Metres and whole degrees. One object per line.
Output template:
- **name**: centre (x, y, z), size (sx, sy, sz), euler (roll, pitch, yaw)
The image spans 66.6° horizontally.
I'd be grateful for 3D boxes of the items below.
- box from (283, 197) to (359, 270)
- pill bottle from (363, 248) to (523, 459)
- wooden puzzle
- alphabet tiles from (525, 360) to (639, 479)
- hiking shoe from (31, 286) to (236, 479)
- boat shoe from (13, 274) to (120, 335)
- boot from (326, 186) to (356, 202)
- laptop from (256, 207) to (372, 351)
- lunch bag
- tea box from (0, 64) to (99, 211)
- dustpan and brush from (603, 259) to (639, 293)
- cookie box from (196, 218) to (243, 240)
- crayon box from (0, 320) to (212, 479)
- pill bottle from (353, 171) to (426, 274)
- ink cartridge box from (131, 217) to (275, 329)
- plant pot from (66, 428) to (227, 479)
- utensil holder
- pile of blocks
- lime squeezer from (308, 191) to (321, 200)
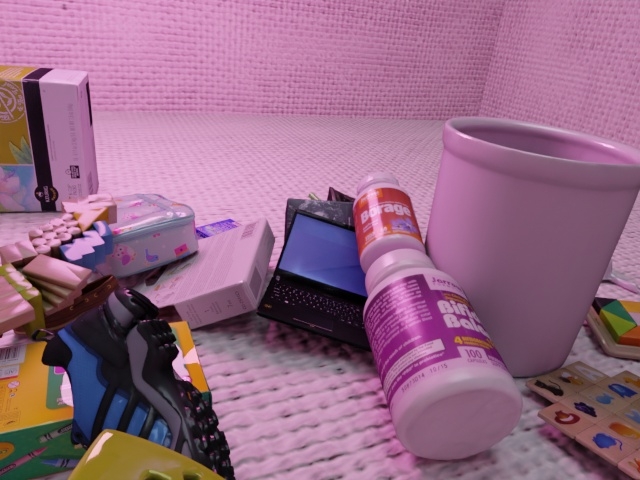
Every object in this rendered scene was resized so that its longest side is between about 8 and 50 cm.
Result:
- **box**: centre (0.000, 0.000, 1.055), size (0.158, 0.156, 0.093), euler (3, -20, -7)
- **pill bottle**: centre (0.158, 0.147, 0.729), size (0.169, 0.169, 0.301), euler (2, 35, -11)
- **wooden puzzle**: centre (0.666, 0.175, 1.000), size (0.238, 0.044, 0.221), euler (10, 24, 6)
- **alphabet tiles**: centre (0.497, 0.281, 0.709), size (0.285, 0.011, 0.342), euler (-5, 22, -35)
- **hiking shoe**: centre (-0.195, 0.208, 0.538), size (0.132, 0.113, 0.304), euler (-29, 76, -5)
- **boat shoe**: centre (-0.433, 0.106, 0.836), size (0.178, 0.060, 0.064), euler (-21, 30, -39)
- **boot**: centre (0.132, -0.086, 1.344), size (0.228, 0.091, 0.263), euler (10, 9, 4)
- **laptop**: centre (0.029, 0.065, 0.913), size (0.234, 0.137, 0.264), euler (18, 17, -1)
- **lunch bag**: centre (-0.399, -0.027, 1.042), size (0.224, 0.108, 0.279), euler (-22, 29, -34)
- **tea box**: centre (-0.760, -0.260, 1.237), size (0.323, 0.329, 0.220), euler (-2, 26, -17)
- **dustpan and brush**: centre (0.710, 0.074, 1.234), size (0.147, 0.060, 0.211), euler (-16, 26, -38)
- **cookie box**: centre (-0.233, -0.011, 1.175), size (0.091, 0.040, 0.107), euler (26, 31, 36)
- **crayon box**: centre (-0.298, 0.202, 0.643), size (0.278, 0.081, 0.165), euler (-5, 27, -24)
- **pill bottle**: centre (0.126, -0.034, 0.951), size (0.121, 0.121, 0.216), euler (3, 44, -8)
- **ink cartridge box**: centre (-0.235, 0.070, 0.973), size (0.261, 0.066, 0.296), euler (-17, 22, 9)
- **plant pot**: centre (-0.102, 0.303, 0.319), size (0.207, 0.227, 0.228), euler (13, 24, -2)
- **utensil holder**: centre (0.353, -0.001, 0.891), size (0.327, 0.386, 0.328), euler (5, 25, -2)
- **pile of blocks**: centre (-0.414, 0.059, 0.761), size (0.148, 0.113, 0.362), euler (19, 35, 4)
- **lime squeezer**: centre (0.101, -0.033, 1.162), size (0.310, 0.059, 0.110), euler (26, 43, 3)
